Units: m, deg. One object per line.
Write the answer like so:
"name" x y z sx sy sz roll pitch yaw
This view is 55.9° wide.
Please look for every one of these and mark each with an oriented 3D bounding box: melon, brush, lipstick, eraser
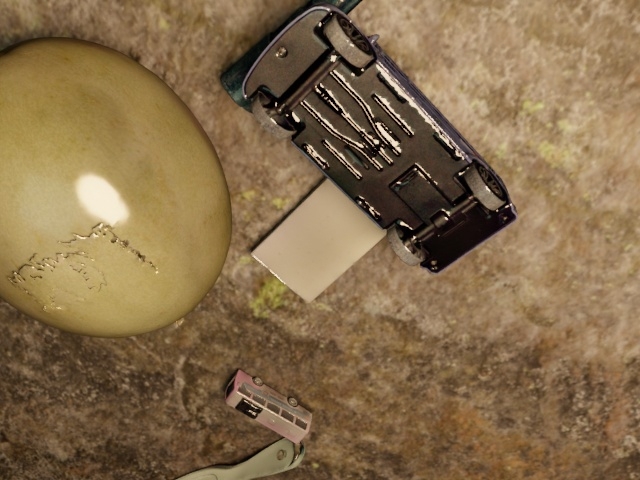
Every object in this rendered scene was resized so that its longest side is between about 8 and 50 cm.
"melon" -0.231 -0.039 0.624 0.268 0.269 0.330 -17 120 15
"brush" -0.139 0.381 0.939 0.296 0.068 0.060 -28 129 17
"lipstick" -0.007 -0.230 0.623 0.234 0.053 0.053 -40 105 19
"eraser" 0.000 0.000 0.747 0.104 0.023 0.150 42 114 -13

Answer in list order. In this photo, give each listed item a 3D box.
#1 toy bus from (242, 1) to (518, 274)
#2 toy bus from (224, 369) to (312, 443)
"toy bus" 0.066 -0.108 0.625 0.292 0.133 0.125 42 119 -16
"toy bus" -0.074 0.238 0.858 0.130 0.052 0.037 33 117 -10
